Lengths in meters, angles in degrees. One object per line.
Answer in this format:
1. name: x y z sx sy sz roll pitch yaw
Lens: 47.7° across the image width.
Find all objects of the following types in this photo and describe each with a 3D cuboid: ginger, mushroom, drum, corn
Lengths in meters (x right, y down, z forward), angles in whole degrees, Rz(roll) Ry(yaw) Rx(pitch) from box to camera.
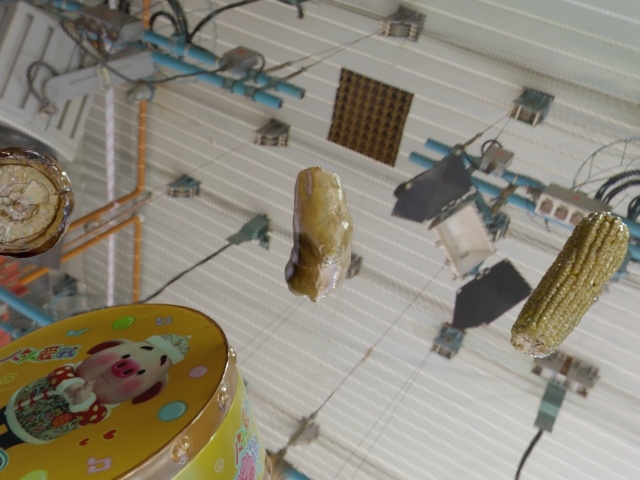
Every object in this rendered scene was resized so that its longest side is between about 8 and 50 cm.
1. ginger: -0.002 -0.001 0.827 0.095 0.069 0.190 41 -39 31
2. mushroom: -0.331 -0.041 0.792 0.052 0.123 0.123 22 -48 64
3. drum: -0.286 0.271 0.915 0.431 0.431 0.214 5 -59 32
4. corn: 0.409 0.063 1.168 0.097 0.320 0.097 32 -32 22
